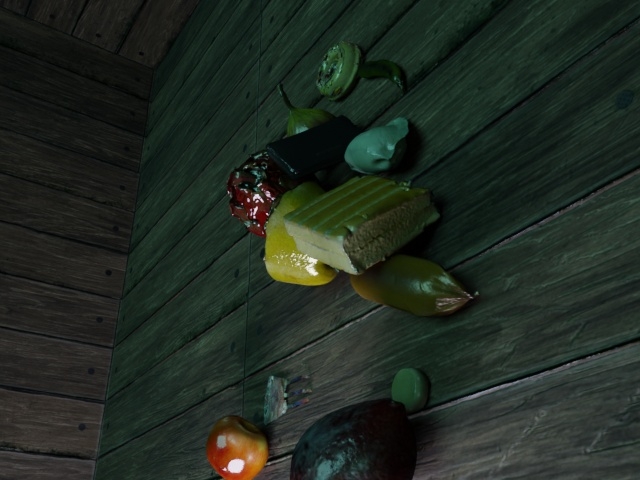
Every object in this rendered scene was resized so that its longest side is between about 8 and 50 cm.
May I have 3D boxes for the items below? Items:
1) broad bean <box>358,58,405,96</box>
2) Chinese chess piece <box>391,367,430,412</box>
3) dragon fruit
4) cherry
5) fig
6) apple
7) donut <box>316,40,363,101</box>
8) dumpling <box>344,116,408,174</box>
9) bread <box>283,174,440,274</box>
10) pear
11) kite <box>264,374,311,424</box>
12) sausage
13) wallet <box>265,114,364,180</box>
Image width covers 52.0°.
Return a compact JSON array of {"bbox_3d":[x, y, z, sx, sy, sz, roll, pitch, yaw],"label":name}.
[{"bbox_3d":[0.155,-0.420,1.644,0.227,0.039,0.069,49,123,56],"label":"broad bean"},{"bbox_3d":[0.170,0.284,1.244,0.084,0.034,0.084,-37,45,49],"label":"Chinese chess piece"},{"bbox_3d":[-0.125,-0.117,1.706,0.245,0.299,0.244,-6,78,30],"label":"dragon fruit"},{"bbox_3d":[0.061,0.404,1.181,0.300,0.203,0.230,-51,-2,17],"label":"cherry"},{"bbox_3d":[-0.031,-0.316,1.770,0.160,0.143,0.230,-42,64,48],"label":"fig"},{"bbox_3d":[-0.210,0.521,1.631,0.139,0.163,0.163,-59,30,1],"label":"apple"},{"bbox_3d":[0.048,-0.475,1.824,0.175,0.068,0.174,-33,48,48],"label":"donut"},{"bbox_3d":[0.142,-0.211,1.512,0.217,0.149,0.104,-12,103,64],"label":"dumpling"},{"bbox_3d":[0.089,-0.044,1.369,0.239,0.246,0.111,21,138,56],"label":"bread"},{"bbox_3d":[0.000,0.002,1.558,0.178,0.267,0.266,22,94,29],"label":"pear"},{"bbox_3d":[-0.089,0.383,1.646,0.229,0.016,0.127,-34,50,49],"label":"kite"},{"bbox_3d":[0.175,0.085,1.277,0.328,0.112,0.112,13,86,58],"label":"sausage"},{"bbox_3d":[0.003,-0.232,1.610,0.149,0.250,0.044,49,152,36],"label":"wallet"}]
